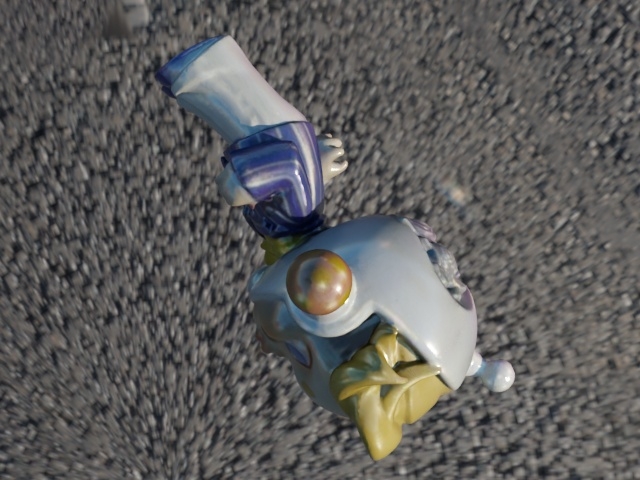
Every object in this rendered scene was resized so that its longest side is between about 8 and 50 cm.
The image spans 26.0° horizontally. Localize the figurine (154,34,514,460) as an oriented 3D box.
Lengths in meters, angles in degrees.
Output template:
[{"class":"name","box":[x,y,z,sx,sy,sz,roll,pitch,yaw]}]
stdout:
[{"class":"figurine","box":[-0.002,-0.001,0.880,0.133,0.194,0.274,-31,64,-7]}]
